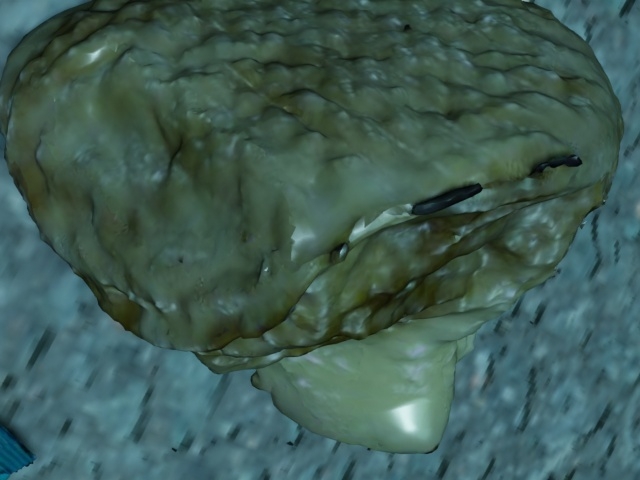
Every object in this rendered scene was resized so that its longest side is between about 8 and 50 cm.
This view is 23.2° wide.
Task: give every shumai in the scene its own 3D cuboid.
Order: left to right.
[{"bbox_3d":[0.003,-0.001,0.381,0.145,0.145,0.116,-21,128,-29],"label":"shumai"}]

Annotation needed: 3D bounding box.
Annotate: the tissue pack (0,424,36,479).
[{"bbox_3d":[-0.137,0.083,0.371,0.138,0.028,0.085,-52,133,-15],"label":"tissue pack"}]
